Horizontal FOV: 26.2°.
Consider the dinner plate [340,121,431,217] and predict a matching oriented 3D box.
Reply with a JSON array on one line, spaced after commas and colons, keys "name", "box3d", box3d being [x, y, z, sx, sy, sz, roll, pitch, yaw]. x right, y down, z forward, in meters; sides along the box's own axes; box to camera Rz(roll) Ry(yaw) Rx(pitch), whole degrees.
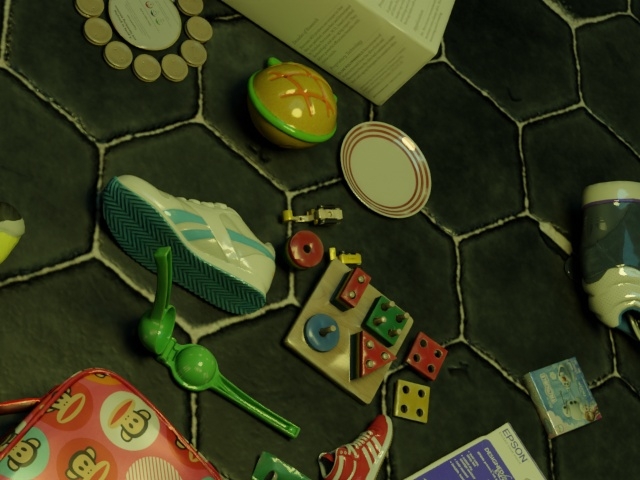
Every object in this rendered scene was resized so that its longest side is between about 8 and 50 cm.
[{"name": "dinner plate", "box3d": [0.085, -0.092, 1.829, 0.141, 0.017, 0.141, 14, 59, -25]}]

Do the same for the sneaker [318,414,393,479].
[{"name": "sneaker", "box3d": [0.040, 0.244, 1.614, 0.067, 0.042, 0.118, 35, 55, -17]}]

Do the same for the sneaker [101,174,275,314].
[{"name": "sneaker", "box3d": [-0.153, -0.008, 1.600, 0.228, 0.087, 0.092, 37, 45, -20]}]

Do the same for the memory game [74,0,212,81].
[{"name": "memory game", "box3d": [-0.221, -0.280, 1.733, 0.186, 0.012, 0.186, 14, 61, -27]}]

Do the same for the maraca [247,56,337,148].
[{"name": "maraca", "box3d": [-0.033, -0.180, 1.752, 0.127, 0.099, 0.186, 34, 28, -9]}]

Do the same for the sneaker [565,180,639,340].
[{"name": "sneaker", "box3d": [0.497, 0.054, 1.960, 0.323, 0.130, 0.236, 10, 71, -33]}]

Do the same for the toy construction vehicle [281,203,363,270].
[{"name": "toy construction vehicle", "box3d": [0.000, 0.000, 1.723, 0.098, 0.035, 0.086, -2, 79, -30]}]

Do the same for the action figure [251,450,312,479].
[{"name": "action figure", "box3d": [0.027, 0.336, 1.552, 0.232, 0.063, 0.137, 28, 52, -22]}]

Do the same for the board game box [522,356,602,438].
[{"name": "board game box", "box3d": [0.321, 0.208, 1.825, 0.090, 0.020, 0.090, -14, 75, -35]}]

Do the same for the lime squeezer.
[{"name": "lime squeezer", "box3d": [-0.135, 0.118, 1.537, 0.310, 0.110, 0.059, 58, 25, -34]}]

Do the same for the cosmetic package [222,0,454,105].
[{"name": "cosmetic package", "box3d": [-0.005, -0.373, 1.826, 0.365, 0.155, 0.197, 32, 53, -14]}]

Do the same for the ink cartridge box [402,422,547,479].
[{"name": "ink cartridge box", "box3d": [0.207, 0.347, 1.650, 0.208, 0.045, 0.206, -21, 72, -39]}]

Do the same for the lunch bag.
[{"name": "lunch bag", "box3d": [-0.259, 0.274, 1.360, 0.258, 0.120, 0.293, 46, 52, -4]}]

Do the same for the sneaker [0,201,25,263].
[{"name": "sneaker", "box3d": [-0.433, 0.095, 1.353, 0.384, 0.145, 0.147, -43, 114, -37]}]

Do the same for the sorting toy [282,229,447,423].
[{"name": "sorting toy", "box3d": [0.050, 0.112, 1.669, 0.274, 0.046, 0.132, 39, 61, -15]}]
